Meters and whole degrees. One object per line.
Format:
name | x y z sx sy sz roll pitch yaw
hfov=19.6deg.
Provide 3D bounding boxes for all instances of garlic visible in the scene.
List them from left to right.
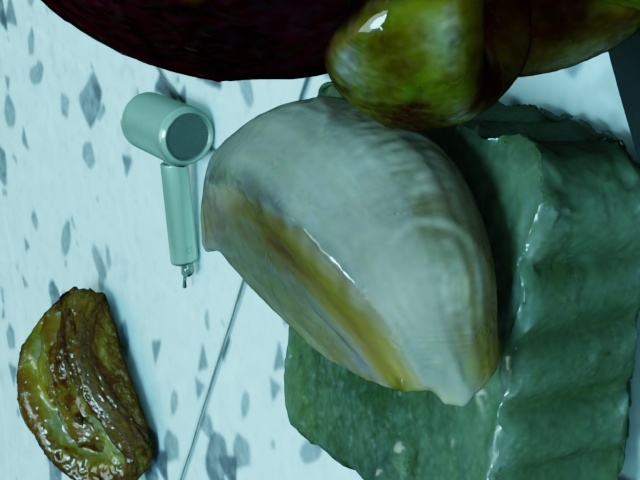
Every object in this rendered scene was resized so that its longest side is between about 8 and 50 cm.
garlic | 0.004 -0.010 0.794 0.195 0.087 0.101 29 129 50

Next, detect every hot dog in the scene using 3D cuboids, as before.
hot dog | -0.165 0.105 1.289 0.099 0.065 0.147 -39 62 45

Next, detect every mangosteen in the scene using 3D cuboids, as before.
mangosteen | 0.017 -0.181 0.679 0.347 0.307 0.307 51 139 27

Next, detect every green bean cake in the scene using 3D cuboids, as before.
green bean cake | 0.065 0.025 0.851 0.183 0.094 0.185 28 121 54

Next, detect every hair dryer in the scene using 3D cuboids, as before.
hair dryer | -0.092 -0.029 1.169 0.063 0.038 0.124 26 127 56

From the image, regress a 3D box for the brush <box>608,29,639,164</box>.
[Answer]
brush | 0.151 -0.028 0.741 0.063 0.016 0.193 124 143 -54
